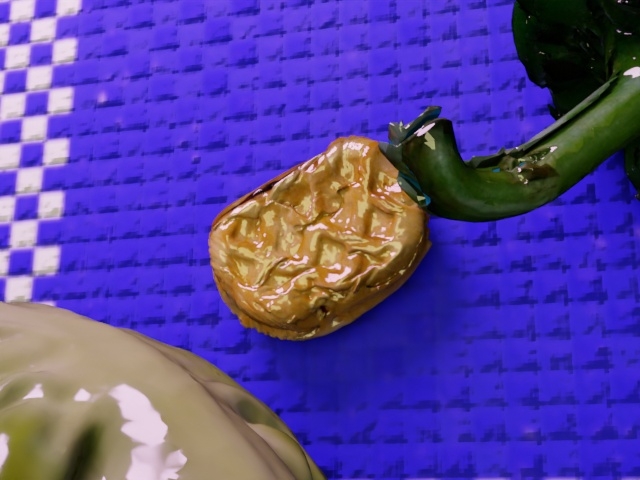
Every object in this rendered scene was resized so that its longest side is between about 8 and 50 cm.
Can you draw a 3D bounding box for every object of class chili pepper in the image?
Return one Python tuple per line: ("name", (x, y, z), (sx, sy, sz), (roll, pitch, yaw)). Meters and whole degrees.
("chili pepper", (0.145, -0.081, 0.399), (0.261, 0.165, 0.174), (-35, 86, 0))

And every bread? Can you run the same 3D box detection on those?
("bread", (0.000, 0.000, 0.479), (0.110, 0.044, 0.083), (-32, 69, 2))

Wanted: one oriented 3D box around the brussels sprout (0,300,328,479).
("brussels sprout", (-0.142, 0.167, 0.368), (0.328, 0.247, 0.328), (-5, 73, 19))
